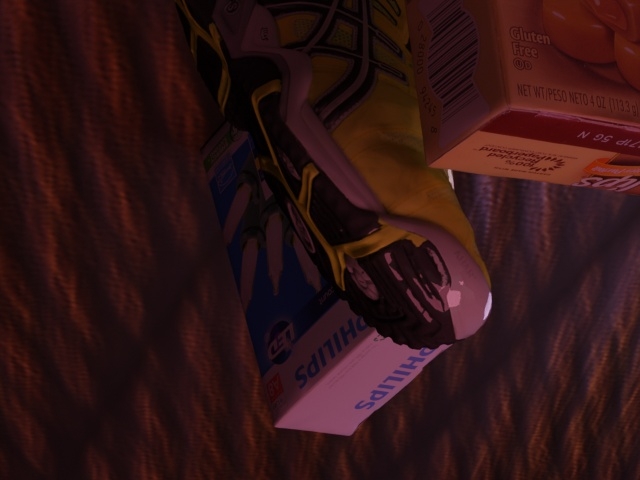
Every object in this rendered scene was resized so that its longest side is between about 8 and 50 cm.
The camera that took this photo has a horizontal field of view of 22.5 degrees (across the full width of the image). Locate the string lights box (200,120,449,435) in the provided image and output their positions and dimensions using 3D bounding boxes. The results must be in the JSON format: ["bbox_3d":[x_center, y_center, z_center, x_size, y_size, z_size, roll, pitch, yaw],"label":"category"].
[{"bbox_3d":[0.000,0.000,1.206,0.076,0.260,0.133,13,136,-36],"label":"string lights box"}]

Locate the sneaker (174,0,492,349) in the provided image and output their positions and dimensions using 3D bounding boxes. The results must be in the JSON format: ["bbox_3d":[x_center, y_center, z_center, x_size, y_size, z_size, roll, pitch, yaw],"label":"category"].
[{"bbox_3d":[0.021,-0.095,0.987,0.147,0.385,0.145,-23,139,-7],"label":"sneaker"}]

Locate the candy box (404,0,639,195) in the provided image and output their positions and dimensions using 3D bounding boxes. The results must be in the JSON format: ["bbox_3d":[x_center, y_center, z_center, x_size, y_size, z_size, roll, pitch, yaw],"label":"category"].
[{"bbox_3d":[0.138,-0.191,0.939,0.183,0.316,0.087,6,158,-30],"label":"candy box"}]
